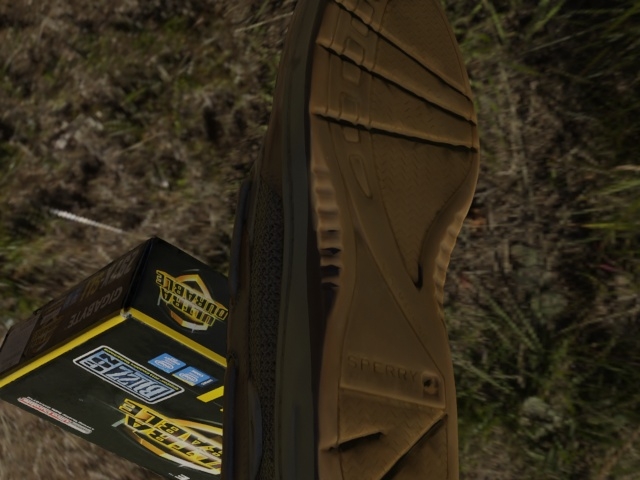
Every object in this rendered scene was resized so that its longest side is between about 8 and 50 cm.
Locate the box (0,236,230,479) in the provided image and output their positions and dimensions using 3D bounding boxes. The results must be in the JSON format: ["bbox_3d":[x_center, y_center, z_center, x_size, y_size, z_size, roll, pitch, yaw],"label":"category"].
[{"bbox_3d":[-0.088,0.139,0.955,0.322,0.257,0.079,33,51,-26],"label":"box"}]

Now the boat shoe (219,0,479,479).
[{"bbox_3d":[0.000,0.000,0.560,0.122,0.110,0.341,25,59,-35],"label":"boat shoe"}]
